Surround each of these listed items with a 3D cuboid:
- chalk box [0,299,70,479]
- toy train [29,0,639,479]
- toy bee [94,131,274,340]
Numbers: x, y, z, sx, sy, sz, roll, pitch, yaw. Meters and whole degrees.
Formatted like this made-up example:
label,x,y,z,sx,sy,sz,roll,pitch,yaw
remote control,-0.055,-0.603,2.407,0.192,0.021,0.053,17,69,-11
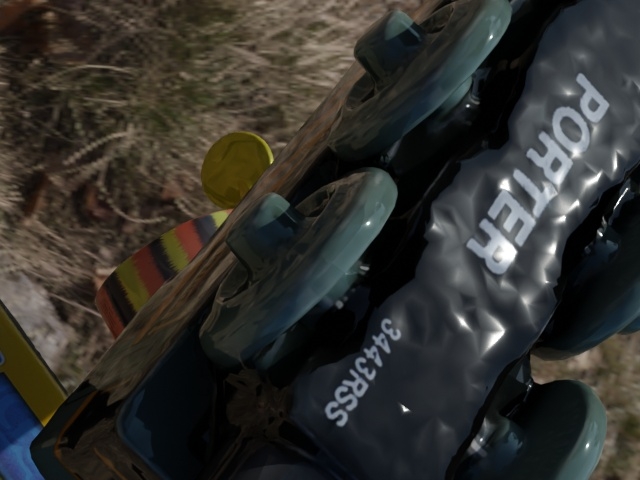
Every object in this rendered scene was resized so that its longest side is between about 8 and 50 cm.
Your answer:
label,x,y,z,sx,sy,sz,roll,pitch,yaw
chalk box,-0.221,0.102,0.730,0.179,0.180,0.289,-37,96,-17
toy train,0.034,-0.004,0.550,0.142,0.190,0.334,45,55,-14
toy bee,0.000,0.000,0.987,0.195,0.162,0.298,45,30,7
